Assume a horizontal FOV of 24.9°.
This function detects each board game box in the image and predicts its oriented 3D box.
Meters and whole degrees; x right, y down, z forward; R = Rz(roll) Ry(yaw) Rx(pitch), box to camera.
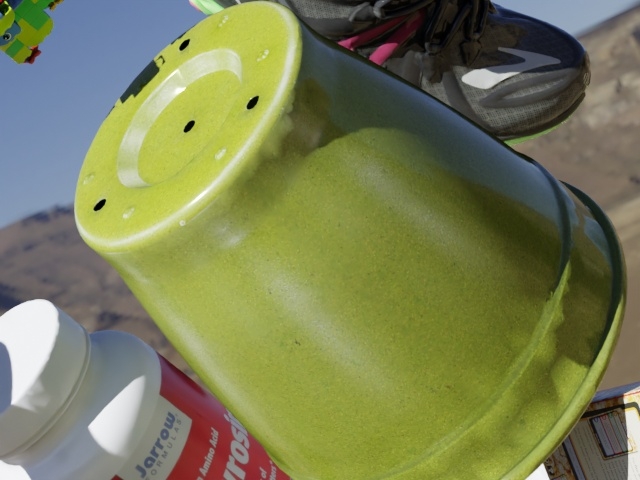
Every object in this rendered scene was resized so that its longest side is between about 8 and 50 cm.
[{"bbox_3d":[0.261,0.196,1.213,0.045,0.146,0.193,-20,-4,-26],"label":"board game box"}]

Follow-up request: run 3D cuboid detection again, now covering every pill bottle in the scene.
[{"bbox_3d":[-0.209,0.247,1.612,0.229,0.408,0.229,-31,35,25],"label":"pill bottle"}]

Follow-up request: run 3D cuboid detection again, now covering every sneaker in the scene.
[{"bbox_3d":[0.076,-0.239,1.433,0.483,0.185,0.202,22,-32,-20],"label":"sneaker"}]

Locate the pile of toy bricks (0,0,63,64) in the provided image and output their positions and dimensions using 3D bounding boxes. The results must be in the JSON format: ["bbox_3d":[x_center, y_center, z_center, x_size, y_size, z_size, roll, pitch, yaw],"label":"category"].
[{"bbox_3d":[-0.256,-0.182,1.160,0.212,0.118,0.105,-44,-46,5],"label":"pile of toy bricks"}]

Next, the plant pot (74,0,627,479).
[{"bbox_3d":[0.000,0.000,1.195,0.366,0.353,0.366,-31,37,27],"label":"plant pot"}]

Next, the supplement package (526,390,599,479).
[{"bbox_3d":[0.271,0.283,1.670,0.204,0.262,0.145,-35,-37,7],"label":"supplement package"}]
